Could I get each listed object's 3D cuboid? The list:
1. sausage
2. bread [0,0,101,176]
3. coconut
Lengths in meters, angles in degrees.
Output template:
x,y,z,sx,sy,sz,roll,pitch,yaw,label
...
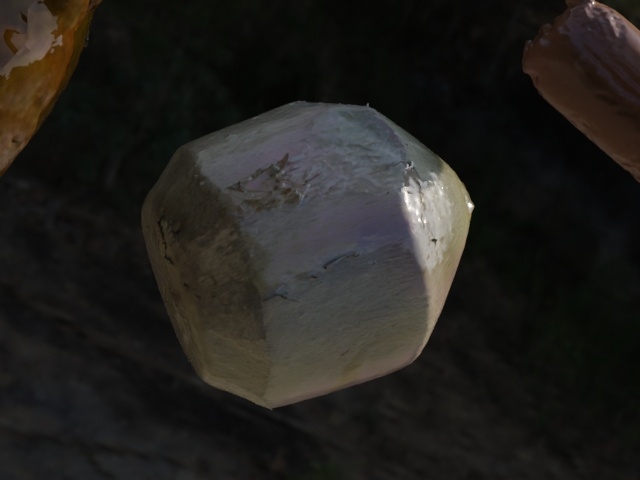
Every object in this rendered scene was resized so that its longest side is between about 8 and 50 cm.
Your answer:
x,y,z,sx,sy,sz,roll,pitch,yaw,label
0.272,-0.068,1.429,0.289,0.086,0.086,42,16,7,sausage
-0.186,-0.166,0.868,0.179,0.340,0.194,-19,-7,-8,bread
0.000,0.000,1.059,0.183,0.171,0.171,-21,27,-11,coconut
